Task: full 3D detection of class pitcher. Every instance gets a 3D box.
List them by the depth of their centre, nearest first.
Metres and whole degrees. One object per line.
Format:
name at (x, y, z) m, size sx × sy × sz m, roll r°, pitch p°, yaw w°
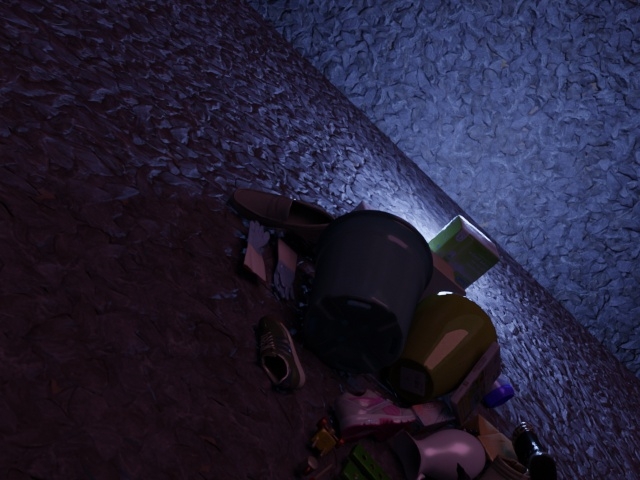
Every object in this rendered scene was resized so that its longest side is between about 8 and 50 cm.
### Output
pitcher at (0.295, 0.546, 1.464) m, size 0.207 × 0.125 × 0.177 m, roll 8°, pitch 58°, yaw -25°

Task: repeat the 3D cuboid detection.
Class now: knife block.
knife block at (0.449, 0.606, 1.651) m, size 0.276 × 0.088 × 0.242 m, roll 41°, pitch 25°, yaw -8°

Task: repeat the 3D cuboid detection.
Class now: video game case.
video game case at (0.441, 0.409, 1.719) m, size 0.026 × 0.206 × 0.227 m, roll 33°, pitch -17°, yaw 31°

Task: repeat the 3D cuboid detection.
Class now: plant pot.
plant pot at (0.115, 0.148, 1.605) m, size 0.341 × 0.341 × 0.334 m, roll 39°, pitch 33°, yaw -12°
plant pot at (0.320, 0.326, 1.725) m, size 0.274 × 0.274 × 0.294 m, roll 49°, pitch 37°, yaw 10°

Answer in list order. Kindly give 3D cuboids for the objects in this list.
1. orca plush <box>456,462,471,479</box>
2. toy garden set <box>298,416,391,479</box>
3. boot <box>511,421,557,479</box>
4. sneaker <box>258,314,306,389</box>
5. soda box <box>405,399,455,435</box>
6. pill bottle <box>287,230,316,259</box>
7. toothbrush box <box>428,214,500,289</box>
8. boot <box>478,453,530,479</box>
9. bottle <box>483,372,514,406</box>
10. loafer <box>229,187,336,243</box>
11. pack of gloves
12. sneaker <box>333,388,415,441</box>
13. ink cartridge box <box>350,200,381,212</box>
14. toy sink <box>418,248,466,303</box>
orca plush at (0.346, 0.655, 1.382) m, size 0.151 × 0.102 × 0.287 m, roll 38°, pitch -24°, yaw 57°
toy garden set at (0.030, 0.491, 1.231) m, size 0.203 × 0.049 × 0.244 m, roll 48°, pitch 25°, yaw 3°
boot at (0.567, 0.623, 1.615) m, size 0.178 × 0.085 × 0.236 m, roll -82°, pitch 167°, yaw -74°
sneaker at (-0.104, 0.250, 1.375) m, size 0.086 × 0.064 × 0.192 m, roll 15°, pitch 41°, yaw -56°
soda box at (0.288, 0.477, 1.640) m, size 0.183 × 0.058 × 0.063 m, roll 10°, pitch 42°, yaw -51°
pill bottle at (0.000, 0.000, 1.879) m, size 0.186 × 0.112 × 0.112 m, roll 45°, pitch 24°, yaw 3°
toothbrush box at (0.509, 0.077, 2.342) m, size 0.206 × 0.283 × 0.122 m, roll 39°, pitch 26°, yaw -14°
boot at (0.474, 0.641, 1.530) m, size 0.213 × 0.165 × 0.077 m, roll 35°, pitch 6°, yaw -18°
bottle at (0.540, 0.424, 2.073) m, size 0.118 × 0.092 × 0.282 m, roll 13°, pitch 39°, yaw -48°
loafer at (-0.104, -0.087, 1.759) m, size 0.320 × 0.111 × 0.112 m, roll 18°, pitch 58°, yaw -5°
pack of gloves at (-0.145, 0.061, 1.667) m, size 0.195 × 0.046 × 0.232 m, roll 45°, pitch 25°, yaw -28°
sneaker at (0.131, 0.406, 1.451) m, size 0.252 × 0.103 × 0.111 m, roll 19°, pitch 36°, yaw -45°
ink cartridge box at (0.226, -0.022, 2.280) m, size 0.237 × 0.100 × 0.171 m, roll 25°, pitch 31°, yaw -38°
toy sink at (0.397, 0.141, 2.229) m, size 0.234 × 0.153 × 0.131 m, roll 39°, pitch 24°, yaw -11°
